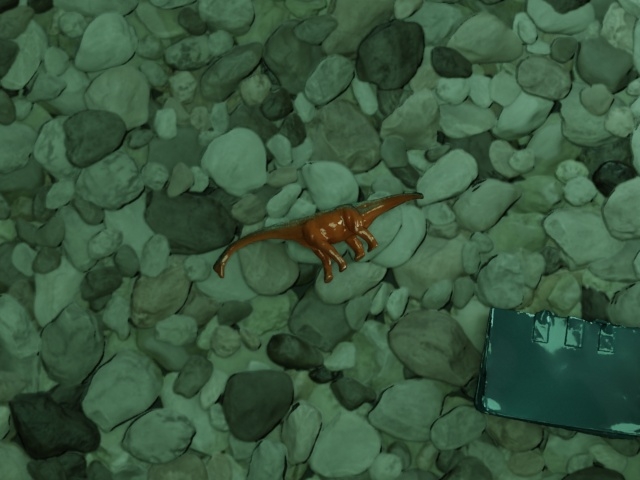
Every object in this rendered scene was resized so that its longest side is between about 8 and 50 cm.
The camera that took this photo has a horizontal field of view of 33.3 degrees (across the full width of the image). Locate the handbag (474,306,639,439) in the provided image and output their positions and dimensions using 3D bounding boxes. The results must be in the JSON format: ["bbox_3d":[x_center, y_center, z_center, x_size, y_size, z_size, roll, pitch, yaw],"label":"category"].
[{"bbox_3d":[0.312,0.165,1.339,0.221,0.057,0.144,10,81,1],"label":"handbag"}]

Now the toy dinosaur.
[{"bbox_3d":[0.001,0.001,1.357,0.280,0.055,0.101,-26,76,0],"label":"toy dinosaur"}]
